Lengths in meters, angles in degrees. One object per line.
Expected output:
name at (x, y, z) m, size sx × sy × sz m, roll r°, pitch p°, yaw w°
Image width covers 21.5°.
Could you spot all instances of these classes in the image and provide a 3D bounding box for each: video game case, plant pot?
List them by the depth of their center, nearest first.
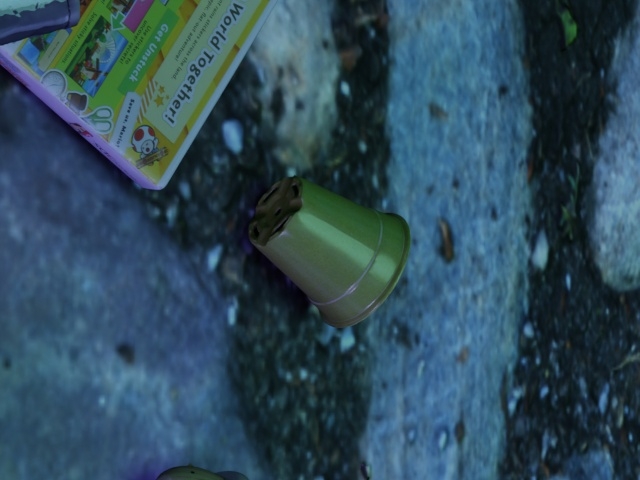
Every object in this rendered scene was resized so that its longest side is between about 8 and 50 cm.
video game case at (-0.104, -0.178, 0.938) m, size 0.206 × 0.026 × 0.227 m, roll 43°, pitch 67°, yaw -36°
plant pot at (0.000, 0.000, 1.052) m, size 0.079 × 0.083 × 0.083 m, roll 34°, pitch 63°, yaw -30°

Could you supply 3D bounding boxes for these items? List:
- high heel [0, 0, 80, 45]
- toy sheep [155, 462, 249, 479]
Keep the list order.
high heel at (-0.239, -0.196, 0.788) m, size 0.186 × 0.093 × 0.261 m, roll -19°, pitch 87°, yaw -23°
toy sheep at (-0.055, 0.184, 0.969) m, size 0.091 × 0.091 × 0.132 m, roll -47°, pitch 117°, yaw -39°
